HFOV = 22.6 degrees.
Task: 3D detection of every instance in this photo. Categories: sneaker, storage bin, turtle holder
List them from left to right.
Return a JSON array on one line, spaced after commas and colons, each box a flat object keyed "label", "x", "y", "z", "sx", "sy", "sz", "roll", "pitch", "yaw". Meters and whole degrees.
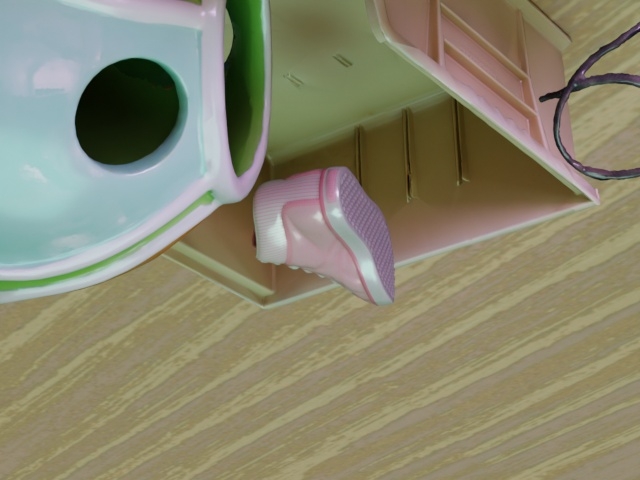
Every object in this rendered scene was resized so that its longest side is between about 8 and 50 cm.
[{"label": "turtle holder", "x": -0.143, "y": -0.126, "z": 0.792, "sx": 0.227, "sy": 0.320, "sz": 0.243, "roll": 4, "pitch": 180, "yaw": 11}, {"label": "storage bin", "x": -0.009, "y": -0.084, "z": 0.991, "sx": 0.262, "sy": 0.123, "sz": 0.260, "roll": -18, "pitch": 150, "yaw": 31}, {"label": "sneaker", "x": 0.000, "y": 0.000, "z": 0.970, "sx": 0.070, "sy": 0.051, "sz": 0.134, "roll": -8, "pitch": 150, "yaw": 17}]

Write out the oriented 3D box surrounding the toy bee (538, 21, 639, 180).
[{"label": "toy bee", "x": 0.202, "y": -0.199, "z": 0.780, "sx": 0.195, "sy": 0.162, "sz": 0.298, "roll": 44, "pitch": 122, "yaw": -15}]
